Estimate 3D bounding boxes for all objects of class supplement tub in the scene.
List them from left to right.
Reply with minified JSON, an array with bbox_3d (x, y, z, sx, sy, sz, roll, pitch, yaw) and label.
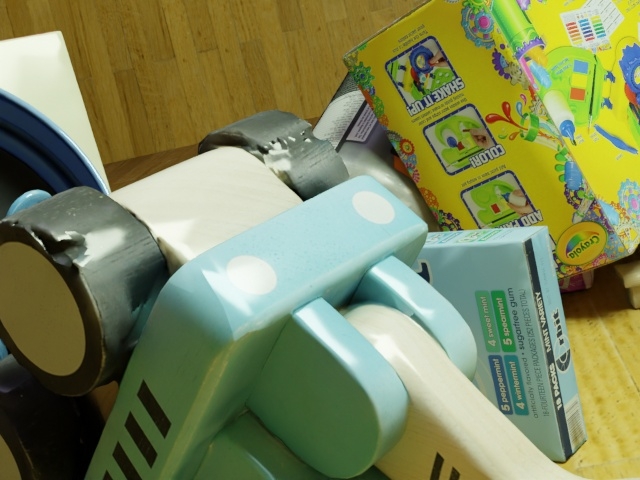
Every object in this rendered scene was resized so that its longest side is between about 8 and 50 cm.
[{"bbox_3d":[0.074,-0.071,1.213,0.194,0.193,0.316,-4,42,36],"label":"supplement tub"}]

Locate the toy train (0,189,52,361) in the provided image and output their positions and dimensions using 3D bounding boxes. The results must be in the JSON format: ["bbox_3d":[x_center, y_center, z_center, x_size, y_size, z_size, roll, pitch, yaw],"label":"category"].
[{"bbox_3d":[-0.205,0.047,0.800,0.080,0.105,0.184,34,77,27],"label":"toy train"}]

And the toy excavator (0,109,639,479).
[{"bbox_3d":[0.036,0.104,0.627,0.222,0.445,0.433,-30,-25,-46],"label":"toy excavator"}]

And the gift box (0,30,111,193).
[{"bbox_3d":[-0.365,-0.031,1.131,0.276,0.258,0.255,-18,-1,-21],"label":"gift box"}]

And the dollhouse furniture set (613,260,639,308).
[{"bbox_3d":[0.432,-0.087,1.136,0.356,0.173,0.303,-12,12,3],"label":"dollhouse furniture set"}]

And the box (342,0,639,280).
[{"bbox_3d":[0.226,-0.140,1.108,0.177,0.279,0.290,-26,7,47],"label":"box"}]

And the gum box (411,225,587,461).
[{"bbox_3d":[0.087,0.073,0.817,0.184,0.156,0.041,-4,15,39],"label":"gum box"}]

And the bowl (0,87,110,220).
[{"bbox_3d":[-0.340,0.055,0.879,0.391,0.391,0.077,-16,-12,-10],"label":"bowl"}]

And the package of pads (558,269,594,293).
[{"bbox_3d":[0.249,0.028,1.144,0.050,0.032,0.083,-14,11,17],"label":"package of pads"}]
